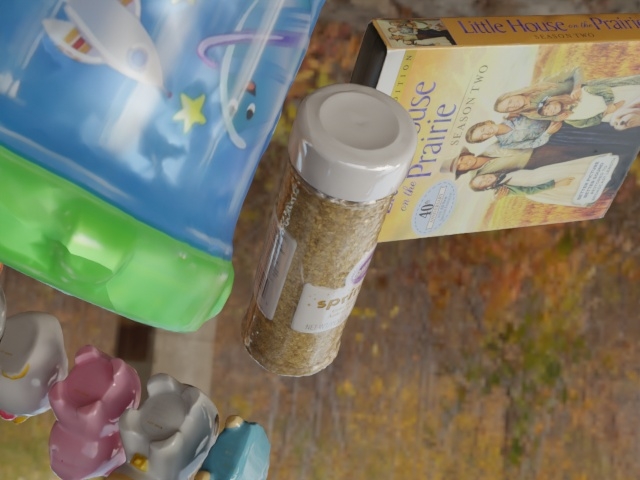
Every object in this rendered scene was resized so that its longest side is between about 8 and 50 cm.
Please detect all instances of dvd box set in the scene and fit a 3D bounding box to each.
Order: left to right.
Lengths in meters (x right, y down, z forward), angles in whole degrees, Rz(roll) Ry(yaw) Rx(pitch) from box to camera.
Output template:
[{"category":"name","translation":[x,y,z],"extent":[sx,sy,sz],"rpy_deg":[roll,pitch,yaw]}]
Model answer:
[{"category":"dvd box set","translation":[0.216,-0.134,1.421],"extent":[0.420,0.062,0.307],"rpy_deg":[-5,137,-24]}]

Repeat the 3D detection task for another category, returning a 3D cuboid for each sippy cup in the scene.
[{"category":"sippy cup","translation":[-0.096,-0.114,0.483],"extent":[0.240,0.224,0.305],"rpy_deg":[31,179,-15]}]

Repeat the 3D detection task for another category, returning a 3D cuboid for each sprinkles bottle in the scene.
[{"category":"sprinkles bottle","translation":[0.000,0.000,1.244],"extent":[0.121,0.121,0.355],"rpy_deg":[6,139,-10]}]

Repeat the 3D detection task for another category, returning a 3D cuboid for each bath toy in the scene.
[{"category":"bath toy","translation":[-0.210,0.192,1.188],"extent":[0.348,0.151,0.129],"rpy_deg":[24,155,30]}]

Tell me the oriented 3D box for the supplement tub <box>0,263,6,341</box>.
[{"category":"supplement tub","translation":[-0.384,0.116,0.991],"extent":[0.193,0.316,0.193],"rpy_deg":[22,-159,-9]}]
